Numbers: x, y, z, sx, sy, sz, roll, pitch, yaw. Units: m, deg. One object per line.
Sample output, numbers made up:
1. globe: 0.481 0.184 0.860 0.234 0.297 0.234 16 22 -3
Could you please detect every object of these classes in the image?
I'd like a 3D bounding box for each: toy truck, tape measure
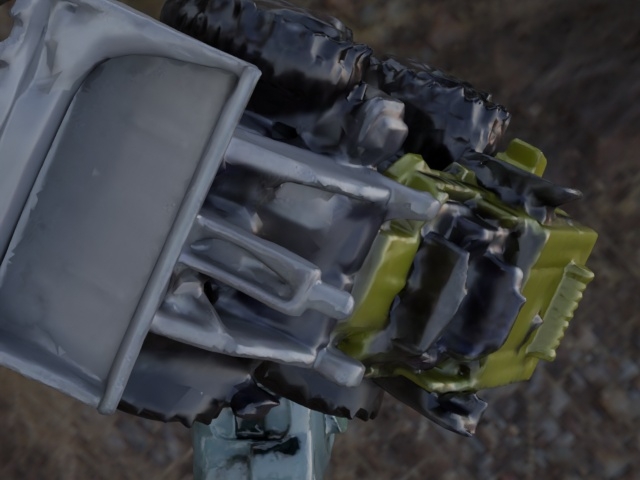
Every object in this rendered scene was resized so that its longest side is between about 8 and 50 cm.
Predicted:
1. toy truck: 0.000 0.000 0.558 0.111 0.136 0.286 28 10 28
2. tape measure: -0.022 0.046 0.977 0.084 0.164 0.330 5 18 2

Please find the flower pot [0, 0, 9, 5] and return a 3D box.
1. flower pot: -0.332 -0.309 1.095 0.379 0.251 0.379 -1 91 -39
